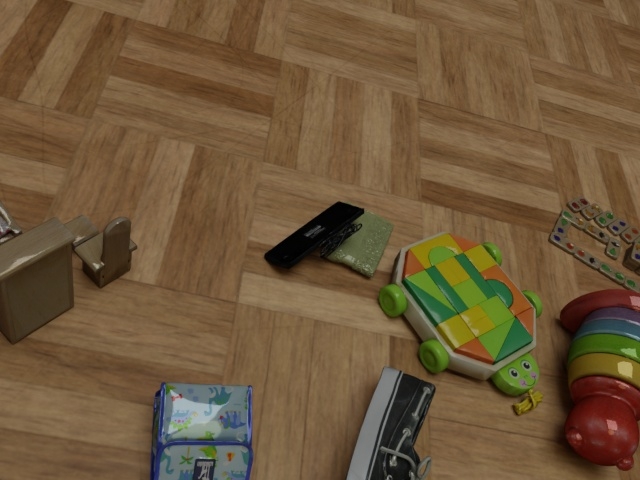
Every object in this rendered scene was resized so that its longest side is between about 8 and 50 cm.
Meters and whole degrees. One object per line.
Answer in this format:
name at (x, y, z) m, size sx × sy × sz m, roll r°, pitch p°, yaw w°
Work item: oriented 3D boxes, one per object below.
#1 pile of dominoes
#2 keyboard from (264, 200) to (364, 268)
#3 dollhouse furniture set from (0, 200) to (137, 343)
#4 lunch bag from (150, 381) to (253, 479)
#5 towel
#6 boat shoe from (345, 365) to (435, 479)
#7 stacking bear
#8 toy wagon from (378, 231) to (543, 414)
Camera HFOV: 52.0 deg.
pile of dominoes at (0.630, -0.002, 1.402) m, size 0.251 × 0.040 × 0.196 m, roll 33°, pitch 50°, yaw 7°
keyboard at (0.000, 0.000, 1.163) m, size 0.192 × 0.038 × 0.100 m, roll -37°, pitch 36°, yaw -26°
dollhouse furniture set at (-0.498, -0.049, 0.954) m, size 0.355 × 0.174 × 0.303 m, roll 43°, pitch 51°, yaw 15°
lunch bag at (-0.160, 0.272, 0.879) m, size 0.128 × 0.096 × 0.151 m, roll 7°, pitch 66°, yaw -17°
towel at (0.071, -0.004, 1.215) m, size 0.110 × 0.027 × 0.148 m, roll 24°, pitch 49°, yaw -1°
boat shoe at (0.097, 0.316, 0.917) m, size 0.104 × 0.113 × 0.306 m, roll 15°, pitch 39°, yaw 11°
stacking bear at (0.482, 0.237, 1.093) m, size 0.175 × 0.164 × 0.289 m, roll 28°, pitch 54°, yaw 3°
toy wagon at (0.276, 0.137, 1.149) m, size 0.267 × 0.068 × 0.344 m, roll -20°, pitch 62°, yaw -31°
